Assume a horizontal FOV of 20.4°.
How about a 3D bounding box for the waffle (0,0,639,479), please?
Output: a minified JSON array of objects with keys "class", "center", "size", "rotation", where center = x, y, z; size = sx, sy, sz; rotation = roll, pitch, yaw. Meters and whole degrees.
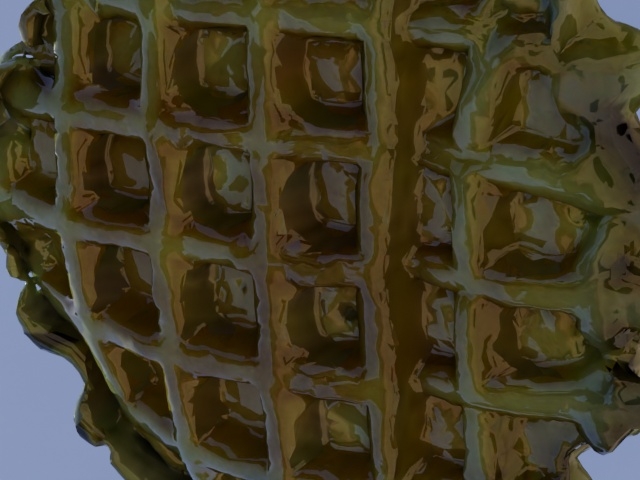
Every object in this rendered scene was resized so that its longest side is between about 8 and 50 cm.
[{"class":"waffle","center":[0.000,0.000,0.479],"size":[0.208,0.214,0.054],"rotation":[50,-147,1]}]
